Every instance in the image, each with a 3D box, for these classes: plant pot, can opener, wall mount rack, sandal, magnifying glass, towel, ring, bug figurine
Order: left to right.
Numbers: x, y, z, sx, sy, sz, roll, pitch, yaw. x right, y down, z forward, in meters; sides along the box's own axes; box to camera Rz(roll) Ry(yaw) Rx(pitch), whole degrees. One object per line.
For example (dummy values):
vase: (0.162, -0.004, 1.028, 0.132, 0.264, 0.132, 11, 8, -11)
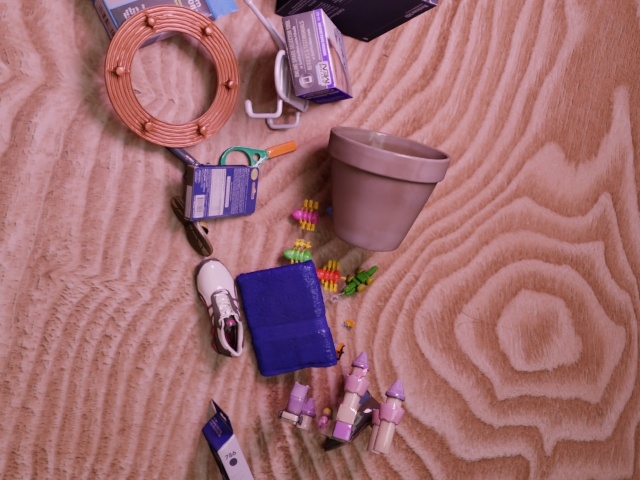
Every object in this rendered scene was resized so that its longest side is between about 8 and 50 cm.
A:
ring: (-0.347, -0.393, 1.369, 0.337, 0.032, 0.336, -10, 108, -32)
can opener: (-0.345, -0.208, 1.455, 0.186, 0.059, 0.073, 45, 74, -22)
sandal: (-0.326, -0.041, 1.476, 0.049, 0.072, 0.180, -39, 106, -43)
magnifying glass: (-0.171, -0.233, 1.565, 0.231, 0.026, 0.092, -21, 103, -23)
wall mount rack: (-0.117, -0.455, 1.461, 0.131, 0.350, 0.304, 3, 94, 10)
towel: (-0.090, 0.214, 1.556, 0.228, 0.076, 0.308, -11, 102, 9)
bug figurine: (0.000, 0.000, 1.634, 0.216, 0.072, 0.279, 16, 82, -32)
plant pot: (0.158, -0.132, 1.525, 0.323, 0.323, 0.280, 1, 112, -27)

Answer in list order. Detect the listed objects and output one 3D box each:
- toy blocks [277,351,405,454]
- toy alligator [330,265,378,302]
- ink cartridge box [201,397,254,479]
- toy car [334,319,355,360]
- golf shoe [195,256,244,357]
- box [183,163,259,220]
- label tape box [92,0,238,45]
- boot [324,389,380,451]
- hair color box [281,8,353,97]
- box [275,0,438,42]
toy blocks: (0.075, 0.423, 1.576, 0.309, 0.288, 0.260, 17, 71, 6)
toy alligator: (0.103, 0.141, 1.710, 0.190, 0.056, 0.051, -36, 148, -21)
ink cartridge box: (-0.234, 0.597, 1.495, 0.065, 0.165, 0.332, -23, 102, -23)
toy car: (0.064, 0.302, 1.715, 0.041, 0.060, 0.122, 19, 60, 16)
golf shoe: (-0.251, 0.177, 1.491, 0.105, 0.120, 0.272, -17, 99, -24)
box: (-0.254, -0.129, 1.472, 0.225, 0.036, 0.136, -9, 111, -50)
label tape box: (-0.387, -0.641, 1.382, 0.348, 0.115, 0.249, -30, 106, -21)
boot: (0.088, 0.550, 1.724, 0.219, 0.082, 0.106, -27, 80, -15)
hair color box: (0.003, -0.465, 1.471, 0.110, 0.339, 0.185, -9, 99, 14)
box: (0.093, -0.695, 1.496, 0.313, 0.343, 0.179, 8, 89, -28)
